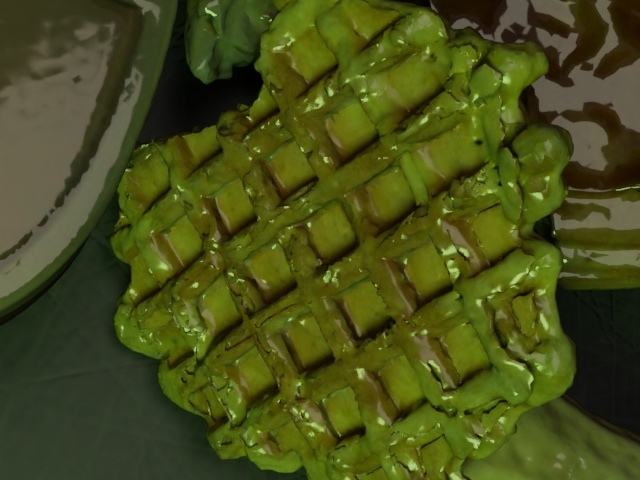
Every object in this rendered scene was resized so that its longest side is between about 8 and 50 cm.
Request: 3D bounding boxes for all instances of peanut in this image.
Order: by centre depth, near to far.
[{"bbox_3d":[0.125,0.146,0.636,0.274,0.111,0.125,27,40,-6],"label":"peanut"}]

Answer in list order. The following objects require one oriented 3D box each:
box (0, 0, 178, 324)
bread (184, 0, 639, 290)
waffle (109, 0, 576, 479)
[{"bbox_3d":[-0.220,-0.088,0.537,0.301,0.216,0.301,3,80,-15],"label":"box"},{"bbox_3d":[0.108,-0.124,0.653,0.370,0.191,0.314,2,84,0],"label":"bread"},{"bbox_3d":[0.001,0.000,0.563,0.051,0.291,0.291,-10,79,-56],"label":"waffle"}]
